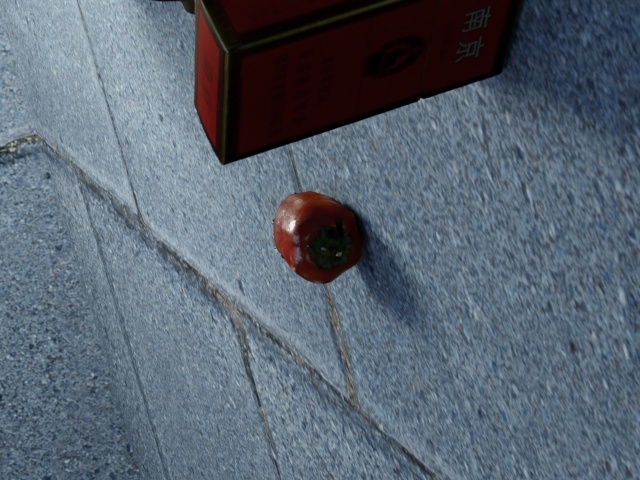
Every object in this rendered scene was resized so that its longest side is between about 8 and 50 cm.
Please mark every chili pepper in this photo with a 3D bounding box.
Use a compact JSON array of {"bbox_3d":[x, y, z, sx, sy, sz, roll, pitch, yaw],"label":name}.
[{"bbox_3d":[0.000,0.000,1.993,0.086,0.084,0.192,57,173,-14],"label":"chili pepper"}]

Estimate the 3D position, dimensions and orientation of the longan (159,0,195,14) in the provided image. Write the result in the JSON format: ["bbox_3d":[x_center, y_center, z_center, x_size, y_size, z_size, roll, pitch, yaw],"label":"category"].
[{"bbox_3d":[-0.167,-0.325,2.031,0.185,0.159,0.204,47,170,52],"label":"longan"}]

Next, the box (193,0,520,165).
[{"bbox_3d":[0.027,-0.153,1.397,0.153,0.239,0.074,94,152,-57],"label":"box"}]
